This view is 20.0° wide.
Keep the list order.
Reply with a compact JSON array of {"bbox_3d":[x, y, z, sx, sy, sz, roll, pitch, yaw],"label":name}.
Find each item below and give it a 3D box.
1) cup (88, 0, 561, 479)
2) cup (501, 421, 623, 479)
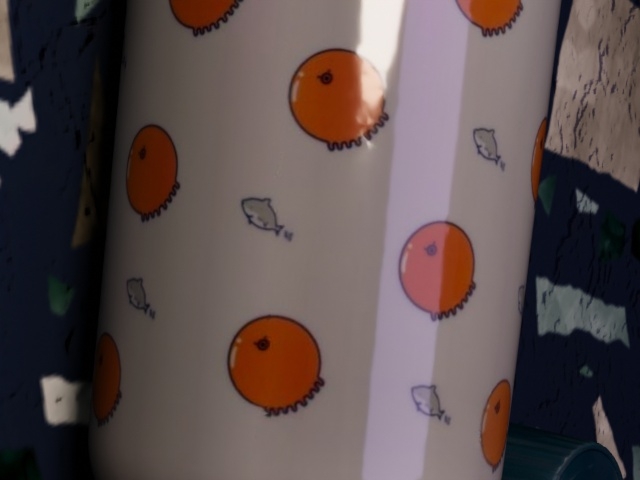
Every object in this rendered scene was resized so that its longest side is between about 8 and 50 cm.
[{"bbox_3d":[0.000,0.000,0.883,0.212,0.212,0.317,8,87,-54],"label":"cup"},{"bbox_3d":[0.096,0.178,1.080,0.131,0.155,0.176,-56,133,-34],"label":"cup"}]
